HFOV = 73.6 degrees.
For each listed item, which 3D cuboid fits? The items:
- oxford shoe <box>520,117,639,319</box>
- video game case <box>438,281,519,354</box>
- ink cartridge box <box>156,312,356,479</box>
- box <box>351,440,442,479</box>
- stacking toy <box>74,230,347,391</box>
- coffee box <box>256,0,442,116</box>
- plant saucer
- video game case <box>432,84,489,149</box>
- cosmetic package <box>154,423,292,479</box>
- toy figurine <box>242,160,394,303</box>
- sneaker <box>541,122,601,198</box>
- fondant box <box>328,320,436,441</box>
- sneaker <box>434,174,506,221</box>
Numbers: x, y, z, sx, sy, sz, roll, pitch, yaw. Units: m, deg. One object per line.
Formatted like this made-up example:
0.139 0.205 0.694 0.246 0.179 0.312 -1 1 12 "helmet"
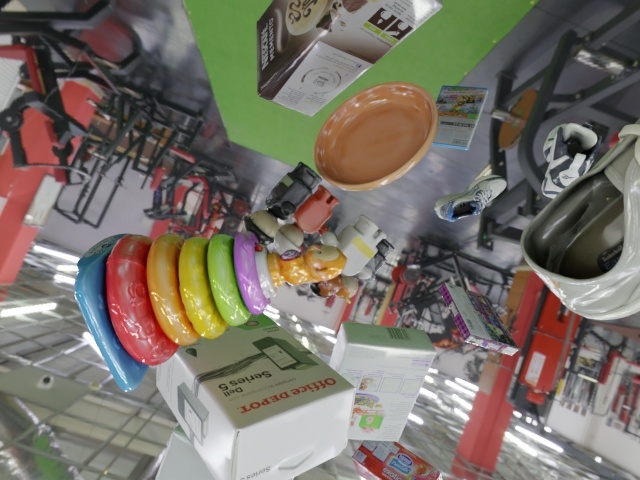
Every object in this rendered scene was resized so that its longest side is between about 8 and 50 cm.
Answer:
0.354 -0.093 0.380 0.130 0.449 0.169 20 -143 -13 "oxford shoe"
0.516 0.254 1.409 0.211 0.041 0.232 19 -147 -23 "video game case"
-0.110 0.228 0.663 0.199 0.114 0.273 -4 -161 -39 "ink cartridge box"
0.243 0.738 1.356 0.257 0.128 0.122 18 137 40 "box"
-0.116 0.051 0.531 0.302 0.165 0.175 -12 -161 2 "stacking toy"
0.023 -0.351 0.668 0.119 0.167 0.297 10 156 -37 "coffee box"
0.083 -0.156 0.655 0.200 0.199 0.037 17 162 38 "plant saucer"
0.336 -0.310 1.070 0.119 0.166 0.015 17 171 32 "video game case"
-0.260 0.686 1.238 0.328 0.393 0.329 24 -166 10 "cosmetic package"
0.000 0.000 0.698 0.209 0.148 0.213 42 -178 14 "toy figurine"
0.559 -0.217 0.944 0.094 0.234 0.153 24 148 16 "sneaker"
0.137 0.385 1.148 0.239 0.330 0.096 9 -157 -12 "fondant box"
0.279 -0.070 0.771 0.052 0.135 0.058 59 -175 -26 "sneaker"
